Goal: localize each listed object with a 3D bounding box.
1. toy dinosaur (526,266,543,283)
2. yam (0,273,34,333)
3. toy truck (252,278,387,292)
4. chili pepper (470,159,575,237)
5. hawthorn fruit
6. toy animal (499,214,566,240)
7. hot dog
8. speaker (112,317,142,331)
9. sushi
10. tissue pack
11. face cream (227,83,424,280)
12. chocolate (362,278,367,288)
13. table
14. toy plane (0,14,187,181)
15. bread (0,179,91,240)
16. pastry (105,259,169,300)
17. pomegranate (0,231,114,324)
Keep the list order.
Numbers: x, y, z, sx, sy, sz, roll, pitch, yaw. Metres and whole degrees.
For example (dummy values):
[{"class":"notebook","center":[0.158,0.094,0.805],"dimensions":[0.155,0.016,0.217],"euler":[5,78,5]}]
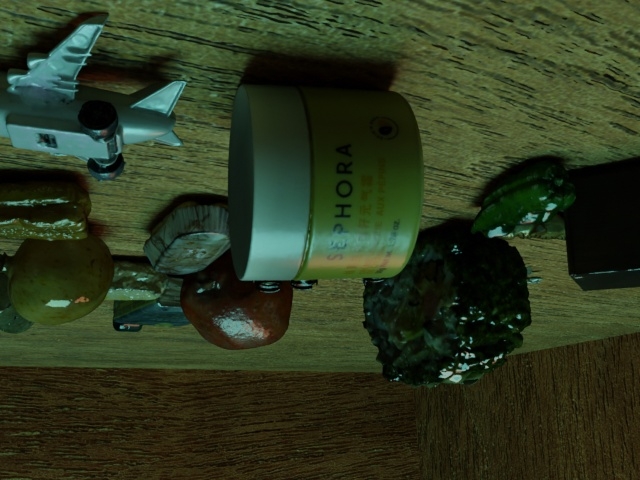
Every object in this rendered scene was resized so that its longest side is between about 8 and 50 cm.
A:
[{"class":"toy dinosaur","center":[0.447,0.087,1.820],"dimensions":[0.187,0.044,0.106],"euler":[-4,180,1]},{"class":"yam","center":[-0.683,0.134,1.641],"dimensions":[0.107,0.107,0.194],"euler":[-1,163,-7]},{"class":"toy truck","center":[0.002,0.002,1.289],"dimensions":[0.257,0.127,0.127],"euler":[-3,150,-4]},{"class":"chili pepper","center":[0.311,-0.054,1.216],"dimensions":[0.099,0.083,0.253],"euler":[-3,169,-13]},{"class":"hawthorn fruit","center":[-0.171,0.103,1.475],"dimensions":[0.210,0.211,0.262],"euler":[-8,155,17]},{"class":"toy animal","center":[0.423,-0.030,1.379],"dimensions":[0.241,0.057,0.099],"euler":[0,171,-18]},{"class":"hot dog","center":[-0.218,-0.004,1.302],"dimensions":[0.144,0.075,0.268],"euler":[0,161,-29]},{"class":"speaker","center":[-0.507,0.211,2.028],"dimensions":[0.075,0.060,0.094],"euler":[6,162,-33]},{"class":"sushi","center":[0.240,0.143,1.513],"dimensions":[0.178,0.294,0.352],"euler":[2,163,-32]},{"class":"tissue pack","center":[-0.355,0.146,1.791],"dimensions":[0.185,0.081,0.257],"euler":[8,162,-35]},{"class":"face cream","center":[-0.003,-0.064,0.860],"dimensions":[0.179,0.218,0.218],"euler":[0,164,-14]},{"class":"chocolate","center":[0.133,0.139,1.748],"dimensions":[0.072,0.147,0.070],"euler":[-9,161,-5]},{"class":"table","center":[0.495,-0.023,1.190],"dimensions":[0.193,0.173,0.169],"euler":[-6,165,26]},{"class":"toy plane","center":[-0.270,-0.131,0.792],"dimensions":[0.255,0.101,0.251],"euler":[0,152,-11]},{"class":"bread","center":[-0.471,-0.047,1.093],"dimensions":[0.270,0.077,0.139],"euler":[2,167,-13]},{"class":"pastry","center":[-0.441,0.085,1.542],"dimensions":[0.258,0.089,0.121],"euler":[3,159,-15]},{"class":"pomegranate","center":[-0.458,0.057,1.308],"dimensions":[0.196,0.196,0.196],"euler":[-3,164,-1]}]
